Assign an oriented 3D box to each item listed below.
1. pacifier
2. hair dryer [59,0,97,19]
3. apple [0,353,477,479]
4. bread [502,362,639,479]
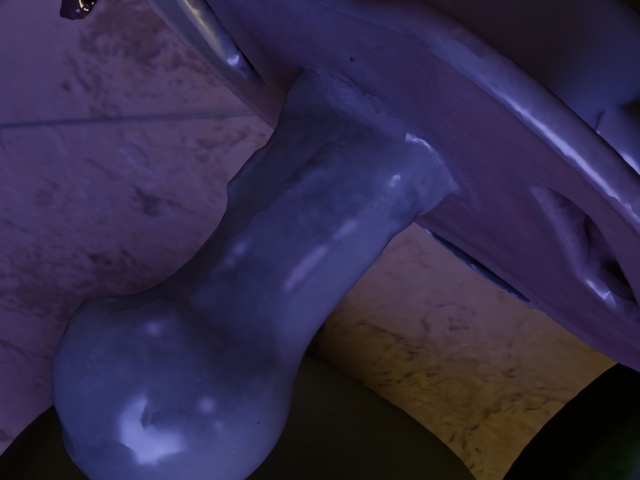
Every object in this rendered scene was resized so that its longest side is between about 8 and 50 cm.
[{"bbox_3d":[0.013,-0.030,0.665,0.332,0.273,0.220,34,133,35],"label":"pacifier"},{"bbox_3d":[-0.128,-0.153,0.748,0.106,0.054,0.154,8,142,21],"label":"hair dryer"},{"bbox_3d":[-0.055,0.241,0.937,0.357,0.357,0.357,12,138,11],"label":"apple"},{"bbox_3d":[0.239,0.215,0.769,0.382,0.129,0.366,-43,95,2],"label":"bread"}]
